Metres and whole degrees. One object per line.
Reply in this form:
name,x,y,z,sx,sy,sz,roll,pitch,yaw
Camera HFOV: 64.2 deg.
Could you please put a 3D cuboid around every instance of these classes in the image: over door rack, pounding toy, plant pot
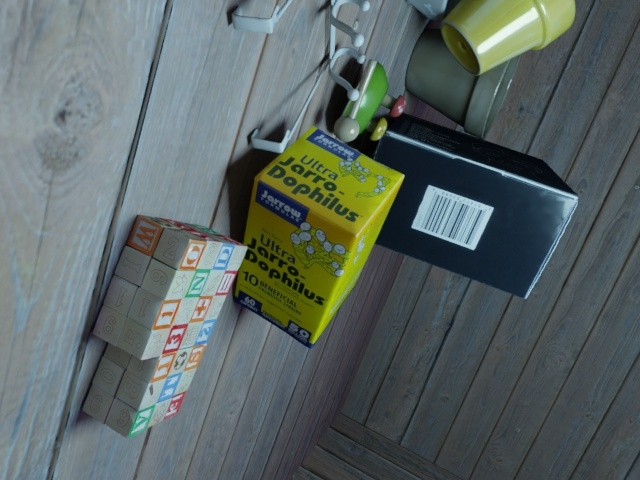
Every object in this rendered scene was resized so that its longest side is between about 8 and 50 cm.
over door rack,0.002,-0.316,0.831,0.324,0.108,0.239,-55,159,-32
pounding toy,0.117,-0.282,1.109,0.182,0.110,0.237,-60,180,17
plant pot,0.439,-0.548,1.257,0.239,0.254,0.254,-37,164,7
plant pot,0.421,-0.505,1.538,0.323,0.281,0.323,-56,161,-31

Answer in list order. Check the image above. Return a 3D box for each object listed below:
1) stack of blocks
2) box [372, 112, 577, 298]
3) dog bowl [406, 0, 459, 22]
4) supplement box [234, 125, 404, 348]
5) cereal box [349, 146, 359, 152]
stack of blocks,-0.232,0.122,0.741,0.297,0.087,0.171,-67,163,4
box,0.378,-0.131,1.432,0.471,0.480,0.297,-55,164,-65
dog bowl,0.351,-0.702,1.254,0.348,0.102,0.348,-50,168,-15
supplement box,-0.017,0.006,0.967,0.195,0.194,0.356,-51,166,-41
cereal box,0.074,-0.146,1.369,0.172,0.047,0.240,-69,163,4
